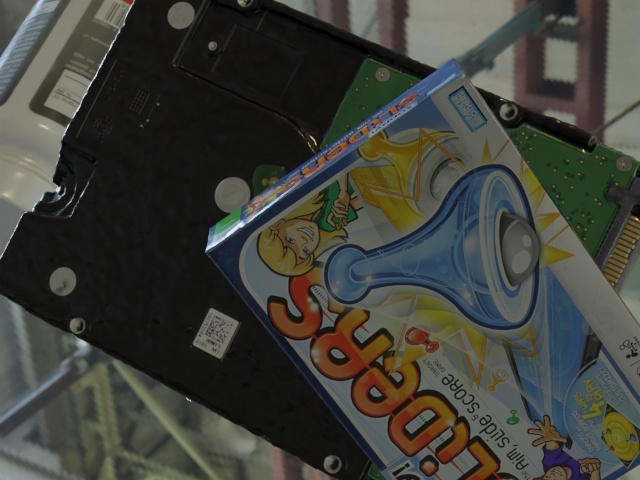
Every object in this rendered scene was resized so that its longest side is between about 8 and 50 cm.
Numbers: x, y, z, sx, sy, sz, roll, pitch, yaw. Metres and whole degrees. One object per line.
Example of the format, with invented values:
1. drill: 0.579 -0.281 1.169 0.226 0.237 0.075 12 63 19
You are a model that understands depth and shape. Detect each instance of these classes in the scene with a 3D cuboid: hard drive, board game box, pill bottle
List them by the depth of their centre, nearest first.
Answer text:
1. board game box: 0.062 0.039 0.590 0.136 0.035 0.201 -35 -74 11
2. hard drive: 0.000 0.000 0.767 0.339 0.064 0.237 25 -93 18
3. pill bottle: -0.248 -0.100 1.223 0.161 0.283 0.161 12 -39 10

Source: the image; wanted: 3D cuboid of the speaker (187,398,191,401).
1. speaker: -0.037 0.081 0.973 0.055 0.136 0.055 171 -90 -69
